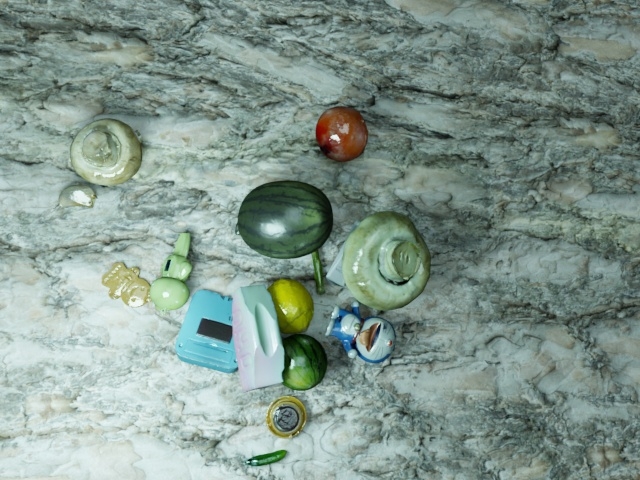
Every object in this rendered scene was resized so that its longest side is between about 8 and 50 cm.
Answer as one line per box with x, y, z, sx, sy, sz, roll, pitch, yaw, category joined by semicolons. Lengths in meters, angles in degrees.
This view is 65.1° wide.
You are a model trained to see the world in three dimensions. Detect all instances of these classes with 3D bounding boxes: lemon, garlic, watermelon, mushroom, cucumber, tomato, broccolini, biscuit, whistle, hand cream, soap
-0.111;0.227;1.741;0.180;0.181;0.193;3;65;-8;lemon
-0.864;-0.156;1.763;0.152;0.066;0.084;-1;80;-11;garlic
-0.076;0.403;1.711;0.188;0.188;0.215;-30;66;-13;watermelon
-0.133;-0.071;1.744;0.359;0.279;0.279;1;76;22;watermelon
0.241;0.072;1.780;0.351;0.260;0.353;0;91;-26;mushroom
-0.188;0.742;1.697;0.154;0.037;0.037;-10;80;-10;cucumber
0.075;-0.399;1.889;0.184;0.208;0.208;-15;81;-10;tomato
-0.005;0.000;1.858;0.078;0.074;0.393;-7;78;-3;broccolini
-0.673;0.161;1.748;0.133;0.027;0.184;-38;86;-16;biscuit
-0.496;0.123;1.749;0.141;0.141;0.294;22;59;-4;whistle
0.101;0.048;1.879;0.079;0.048;0.255;27;76;-11;hand cream
-0.745;-0.315;1.760;0.254;0.184;0.255;-1;75;5;mushroom
-0.209;0.316;1.640;0.109;0.193;0.324;-2;70;-30;soap

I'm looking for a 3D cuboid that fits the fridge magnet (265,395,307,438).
-0.117;0.606;1.721;0.142;0.063;0.143;1;81;-7;fridge magnet

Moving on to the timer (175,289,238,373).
-0.363;0.316;1.753;0.231;0.091;0.250;17;65;-4;timer

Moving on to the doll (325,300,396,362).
0.145;0.322;1.775;0.256;0.161;0.215;23;61;-2;doll
